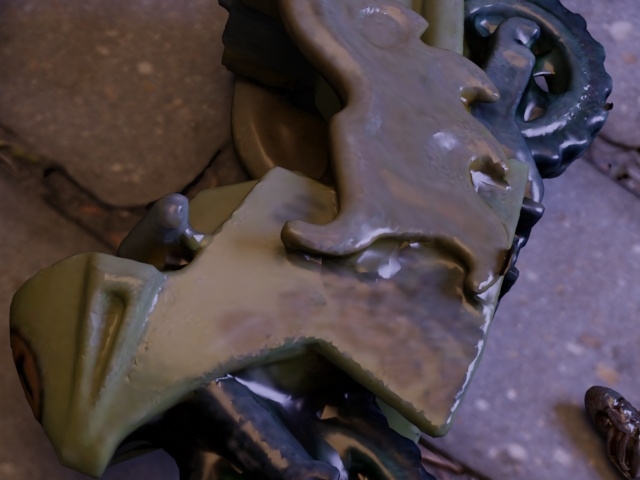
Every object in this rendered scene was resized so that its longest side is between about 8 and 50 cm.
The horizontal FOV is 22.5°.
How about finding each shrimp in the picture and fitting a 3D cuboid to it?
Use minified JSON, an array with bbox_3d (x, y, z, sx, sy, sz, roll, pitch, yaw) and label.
[{"bbox_3d":[0.176,0.115,0.860,0.038,0.029,0.092,-21,77,-24],"label":"shrimp"}]

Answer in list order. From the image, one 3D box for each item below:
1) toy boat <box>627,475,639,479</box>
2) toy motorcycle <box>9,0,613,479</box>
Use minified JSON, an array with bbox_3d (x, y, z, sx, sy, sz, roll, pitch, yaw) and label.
[{"bbox_3d":[0.206,0.195,0.805,0.227,0.085,0.155,12,79,-11],"label":"toy boat"},{"bbox_3d":[0.000,0.000,0.819,0.237,0.169,0.410,27,59,-1],"label":"toy motorcycle"}]
